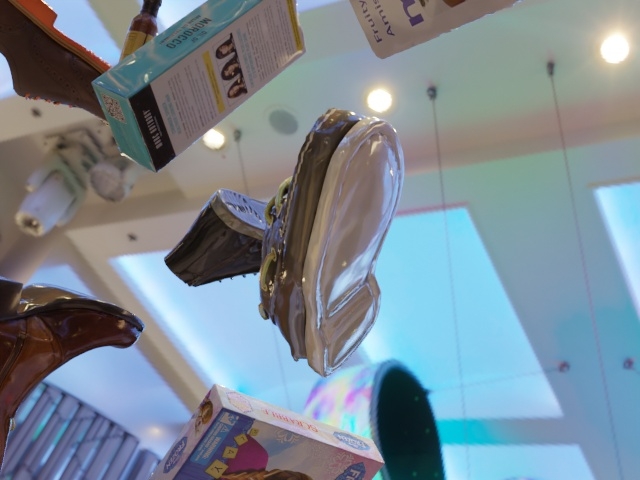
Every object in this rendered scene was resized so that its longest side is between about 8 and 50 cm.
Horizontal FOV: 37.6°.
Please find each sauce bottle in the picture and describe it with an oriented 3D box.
[{"bbox_3d":[-0.246,-0.276,1.292,0.042,0.128,0.042,15,-13,4],"label":"sauce bottle"}]

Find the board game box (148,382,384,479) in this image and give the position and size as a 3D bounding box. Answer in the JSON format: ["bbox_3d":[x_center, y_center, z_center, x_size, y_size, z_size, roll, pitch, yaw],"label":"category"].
[{"bbox_3d":[-0.113,0.409,1.495,0.318,0.066,0.318,25,-72,-30],"label":"board game box"}]

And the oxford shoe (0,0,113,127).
[{"bbox_3d":[-0.301,-0.187,1.102,0.271,0.098,0.097,43,-8,-10],"label":"oxford shoe"}]

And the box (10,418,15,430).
[{"bbox_3d":[-0.429,0.182,1.014,0.043,0.179,0.105,4,-76,47],"label":"box"}]

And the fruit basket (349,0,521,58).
[{"bbox_3d":[0.001,-0.227,0.308,0.327,0.165,0.353,64,-20,-10],"label":"fruit basket"}]

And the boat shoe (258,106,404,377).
[{"bbox_3d":[-0.003,0.003,0.752,0.091,0.109,0.305,37,-29,21],"label":"boat shoe"}]

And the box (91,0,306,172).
[{"bbox_3d":[-0.122,-0.188,1.012,0.060,0.244,0.100,27,-33,33],"label":"box"}]

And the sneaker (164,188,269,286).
[{"bbox_3d":[-0.092,0.015,1.188,0.118,0.083,0.222,-42,-39,19],"label":"sneaker"}]

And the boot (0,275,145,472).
[{"bbox_3d":[-0.318,0.184,0.986,0.096,0.280,0.264,13,-3,30],"label":"boot"}]
